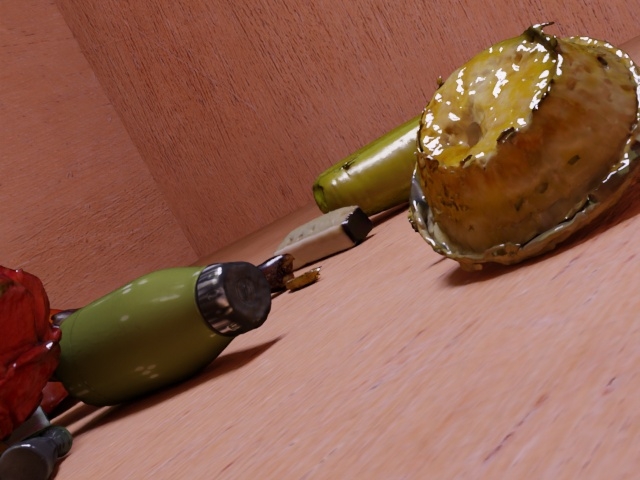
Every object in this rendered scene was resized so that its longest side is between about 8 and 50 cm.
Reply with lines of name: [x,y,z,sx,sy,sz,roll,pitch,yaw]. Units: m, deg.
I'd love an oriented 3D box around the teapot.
teapot: [-0.245,0.186,0.842,0.043,0.043,0.110,-29,2,0]

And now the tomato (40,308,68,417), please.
tomato: [-0.403,0.174,1.336,0.200,0.139,0.233,-34,3,15]

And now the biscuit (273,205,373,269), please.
biscuit: [0.000,0.000,1.381,0.188,0.052,0.056,-24,23,53]

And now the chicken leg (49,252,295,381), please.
chicken leg: [-0.202,0.100,1.159,0.407,0.096,0.158,-17,17,-19]

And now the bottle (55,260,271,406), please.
bottle: [-0.155,0.086,0.950,0.260,0.112,0.112,-25,6,39]

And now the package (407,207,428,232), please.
package: [0.185,-0.081,0.847,0.226,0.090,0.168,-25,7,31]

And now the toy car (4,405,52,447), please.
toy car: [-0.366,0.209,1.109,0.090,0.076,0.224,-32,5,-18]

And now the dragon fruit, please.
dragon fruit: [-0.337,0.159,0.937,0.152,0.205,0.317,9,-25,-40]

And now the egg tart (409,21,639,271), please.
egg tart: [0.137,-0.076,0.697,0.212,0.090,0.212,-36,32,27]

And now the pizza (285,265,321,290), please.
pizza: [-0.020,0.048,1.184,0.037,0.016,0.083,-33,2,-33]

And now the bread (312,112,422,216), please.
bread: [0.168,-0.135,1.464,0.383,0.112,0.166,-29,7,5]
